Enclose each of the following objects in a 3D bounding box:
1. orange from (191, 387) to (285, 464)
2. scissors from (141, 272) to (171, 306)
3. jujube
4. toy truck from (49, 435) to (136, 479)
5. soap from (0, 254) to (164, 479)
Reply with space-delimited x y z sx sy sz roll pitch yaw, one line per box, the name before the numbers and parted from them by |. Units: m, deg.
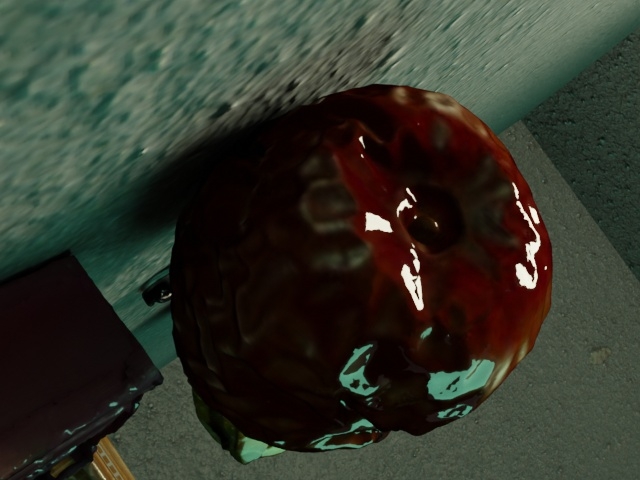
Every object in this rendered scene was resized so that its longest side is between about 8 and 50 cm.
orange | -0.019 0.101 1.085 0.368 0.271 0.210 -34 -140 -4
scissors | -0.101 0.021 0.848 0.109 0.022 0.300 -32 178 8
jujube | 0.012 0.020 0.481 0.213 0.213 0.232 -34 172 -29
toy truck | -0.302 0.244 0.651 0.305 0.162 0.136 -36 175 -10
soap | -0.203 0.114 0.382 0.162 0.099 0.250 -38 177 38
